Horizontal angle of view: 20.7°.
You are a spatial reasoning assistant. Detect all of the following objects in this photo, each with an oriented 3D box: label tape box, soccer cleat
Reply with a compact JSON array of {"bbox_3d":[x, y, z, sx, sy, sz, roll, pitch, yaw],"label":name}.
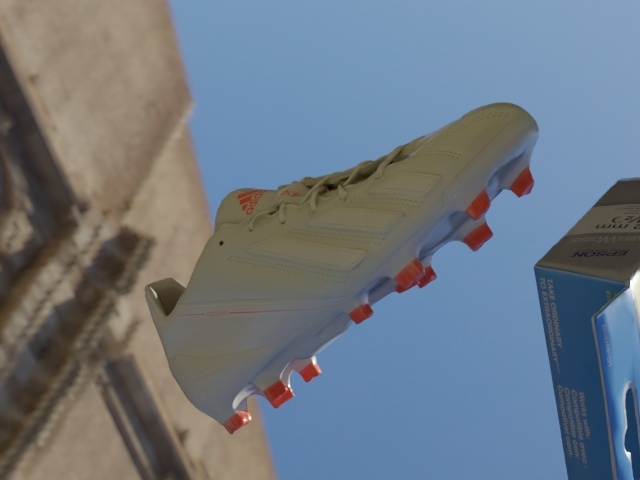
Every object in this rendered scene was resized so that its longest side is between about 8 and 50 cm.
[{"bbox_3d":[0.273,0.112,1.553,0.115,0.249,0.347,0,-159,32],"label":"label tape box"},{"bbox_3d":[0.000,0.000,0.662,0.196,0.076,0.068,-41,170,35],"label":"soccer cleat"}]
